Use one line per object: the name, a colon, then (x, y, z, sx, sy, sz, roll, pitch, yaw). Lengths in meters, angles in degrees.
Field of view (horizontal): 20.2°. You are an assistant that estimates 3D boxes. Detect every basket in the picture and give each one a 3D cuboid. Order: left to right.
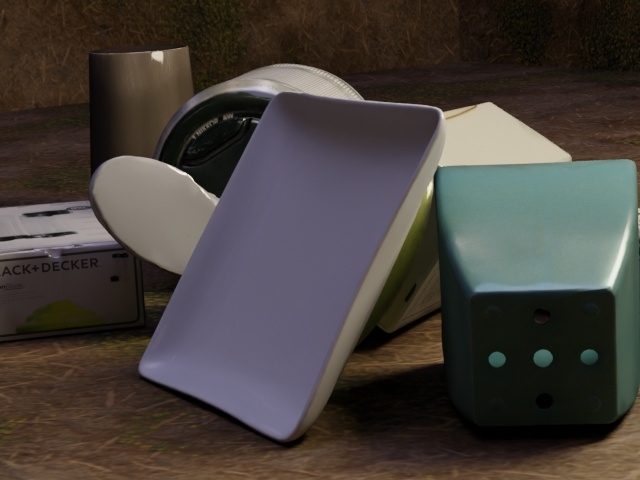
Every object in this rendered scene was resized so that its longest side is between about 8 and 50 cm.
basket: (-0.224, -0.133, 2.304, 0.154, 0.227, 0.204, -2, 10, 6)

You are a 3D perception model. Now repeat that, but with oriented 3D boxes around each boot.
boot: (-0.119, 0.001, 1.730, 0.258, 0.095, 0.123, 31, -9, -19)

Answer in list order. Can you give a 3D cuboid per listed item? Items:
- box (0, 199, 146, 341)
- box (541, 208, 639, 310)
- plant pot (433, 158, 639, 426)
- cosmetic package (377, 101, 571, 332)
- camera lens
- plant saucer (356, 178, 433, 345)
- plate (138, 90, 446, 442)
box: (-0.284, 0.026, 1.832, 0.169, 0.087, 0.290, -6, 10, -15)
box: (0.296, 0.028, 1.626, 0.113, 0.094, 0.275, -8, 11, -30)
plant pot: (0.171, 0.050, 1.389, 0.166, 0.165, 0.234, -2, 18, 6)
cosmetic package: (0.116, -0.030, 1.709, 0.113, 0.160, 0.309, 36, 19, 14)
camera lens: (-0.050, -0.077, 1.959, 0.219, 0.219, 0.274, -1, 10, 12)
plant saucer: (0.000, 0.000, 1.516, 0.037, 0.241, 0.241, 29, -6, -29)
plate: (-0.018, 0.016, 1.447, 0.045, 0.278, 0.277, 29, -8, -29)
